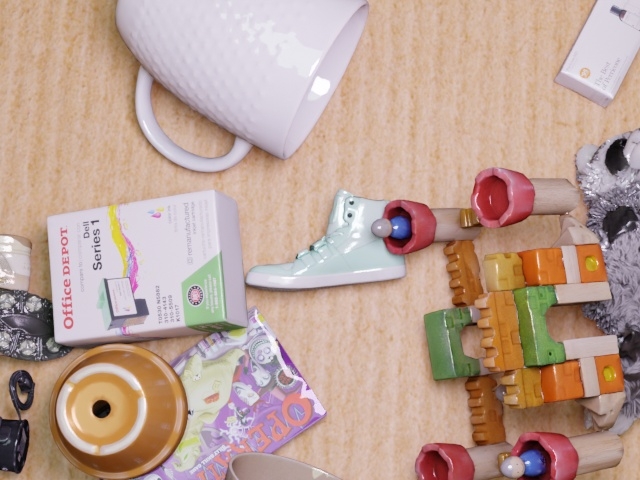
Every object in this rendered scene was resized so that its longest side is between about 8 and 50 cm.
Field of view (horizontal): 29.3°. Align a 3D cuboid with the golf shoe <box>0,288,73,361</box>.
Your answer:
[{"bbox_3d":[-0.518,0.129,1.894,0.273,0.120,0.105,12,73,-22],"label":"golf shoe"}]

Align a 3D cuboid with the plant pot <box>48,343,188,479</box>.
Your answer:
[{"bbox_3d":[-0.303,0.246,1.783,0.205,0.188,0.205,0,80,-1],"label":"plant pot"}]

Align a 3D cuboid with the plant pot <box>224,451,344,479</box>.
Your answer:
[{"bbox_3d":[-0.064,0.488,1.784,0.256,0.256,0.274,23,97,3],"label":"plant pot"}]

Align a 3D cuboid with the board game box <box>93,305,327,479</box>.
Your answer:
[{"bbox_3d":[-0.188,0.281,1.897,0.347,0.056,0.208,-34,87,-6],"label":"board game box"}]

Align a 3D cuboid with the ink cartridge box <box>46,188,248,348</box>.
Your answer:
[{"bbox_3d":[-0.264,0.047,1.863,0.278,0.117,0.201,-8,80,14],"label":"ink cartridge box"}]

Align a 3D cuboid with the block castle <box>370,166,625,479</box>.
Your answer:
[{"bbox_3d":[0.241,0.139,1.771,0.213,0.303,0.453,-2,80,-36],"label":"block castle"}]

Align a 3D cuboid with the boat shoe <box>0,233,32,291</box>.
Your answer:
[{"bbox_3d":[-0.602,0.045,1.900,0.302,0.109,0.098,0,79,-6],"label":"boat shoe"}]

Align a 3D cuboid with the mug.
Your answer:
[{"bbox_3d":[-0.153,-0.280,1.897,0.328,0.276,0.374,29,113,5],"label":"mug"}]

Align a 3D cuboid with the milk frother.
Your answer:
[{"bbox_3d":[-0.515,0.272,1.877,0.134,0.129,0.143,6,38,0],"label":"milk frother"}]

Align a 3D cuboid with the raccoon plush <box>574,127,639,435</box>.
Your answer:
[{"bbox_3d":[0.449,0.039,1.915,0.216,0.299,0.446,20,113,-14],"label":"raccoon plush"}]

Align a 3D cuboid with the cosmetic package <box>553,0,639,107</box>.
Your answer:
[{"bbox_3d":[0.480,-0.347,2.001,0.099,0.060,0.239,27,81,4],"label":"cosmetic package"}]

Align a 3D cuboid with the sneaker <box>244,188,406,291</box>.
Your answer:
[{"bbox_3d":[0.000,0.000,1.919,0.256,0.094,0.151,-7,87,-12],"label":"sneaker"}]
